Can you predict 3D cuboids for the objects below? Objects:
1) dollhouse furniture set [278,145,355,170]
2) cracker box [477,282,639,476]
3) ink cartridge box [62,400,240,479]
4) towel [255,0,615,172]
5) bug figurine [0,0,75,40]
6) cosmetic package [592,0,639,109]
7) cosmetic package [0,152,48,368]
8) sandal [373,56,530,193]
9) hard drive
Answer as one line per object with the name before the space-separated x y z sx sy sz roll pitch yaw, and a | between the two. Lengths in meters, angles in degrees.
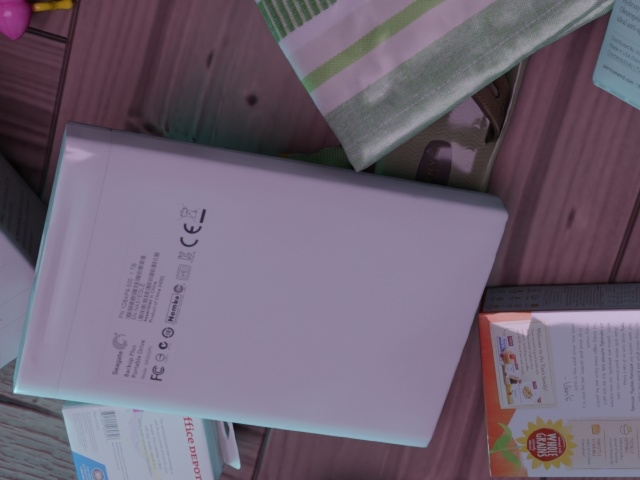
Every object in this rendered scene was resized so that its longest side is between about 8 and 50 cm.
dollhouse furniture set | 0.000 0.000 1.361 0.076 0.058 0.151 -9 108 13
cracker box | 0.255 0.117 1.351 0.232 0.067 0.155 -1 110 12
ink cartridge box | -0.142 0.166 1.430 0.143 0.090 0.092 -5 109 11
towel | 0.046 -0.255 1.224 0.248 0.038 0.324 -33 84 16
bug figurine | -0.323 -0.261 1.322 0.279 0.072 0.216 -8 108 13
cosmetic package | 0.351 -0.251 1.114 0.197 0.155 0.365 2 113 -30
cosmetic package | -0.395 -0.048 1.305 0.217 0.156 0.385 -35 117 9
sandal | 0.105 -0.121 1.282 0.120 0.086 0.302 9 110 7
hard drive | -0.051 0.043 1.291 0.353 0.047 0.233 9 117 -14
